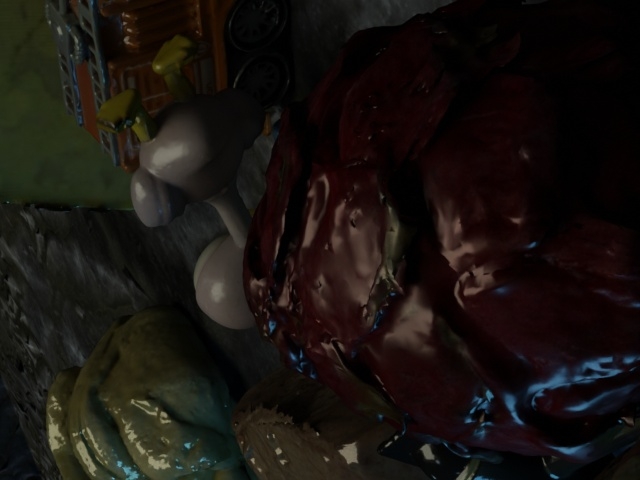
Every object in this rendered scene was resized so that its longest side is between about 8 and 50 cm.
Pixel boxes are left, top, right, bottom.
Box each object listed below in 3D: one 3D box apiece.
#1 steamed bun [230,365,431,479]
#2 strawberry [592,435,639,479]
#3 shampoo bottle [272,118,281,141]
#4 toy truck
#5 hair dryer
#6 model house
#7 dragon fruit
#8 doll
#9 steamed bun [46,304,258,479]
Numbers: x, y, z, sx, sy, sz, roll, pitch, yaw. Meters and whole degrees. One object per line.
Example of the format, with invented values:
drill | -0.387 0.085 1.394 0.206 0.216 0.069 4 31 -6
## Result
steamed bun | 0.075 0.194 1.489 0.251 0.199 0.301 57 157 -17
strawberry | 0.318 0.274 1.116 0.336 0.149 0.265 45 144 20
shampoo bottle | 0.000 0.000 1.582 0.061 0.104 0.258 6 122 28
toy truck | -0.159 -0.262 1.533 0.173 0.207 0.387 45 149 41
hair dryer | 0.190 0.140 1.251 0.248 0.195 0.078 -39 41 44
model house | -0.289 -0.211 1.862 0.266 0.261 0.321 -123 40 -64
dragon fruit | 0.110 -0.009 1.072 0.329 0.329 0.329 47 151 38
doll | -0.089 -0.035 1.589 0.094 0.160 0.365 32 162 36
steamed bun | -0.221 0.289 2.181 0.325 0.230 0.372 15 123 58
